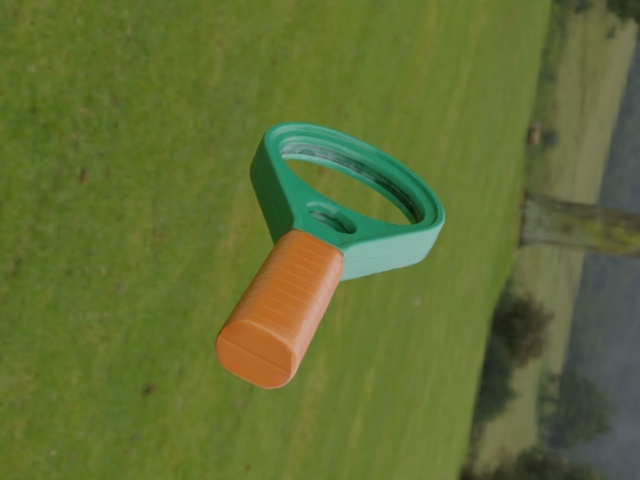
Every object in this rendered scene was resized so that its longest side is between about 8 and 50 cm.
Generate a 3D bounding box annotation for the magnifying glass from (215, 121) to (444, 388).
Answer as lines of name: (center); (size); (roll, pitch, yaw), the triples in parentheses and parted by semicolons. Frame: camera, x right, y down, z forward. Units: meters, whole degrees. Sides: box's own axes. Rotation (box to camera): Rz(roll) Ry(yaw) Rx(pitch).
magnifying glass: (0.000, 0.000, 0.541); (0.026, 0.092, 0.231); (-63, 179, 21)
